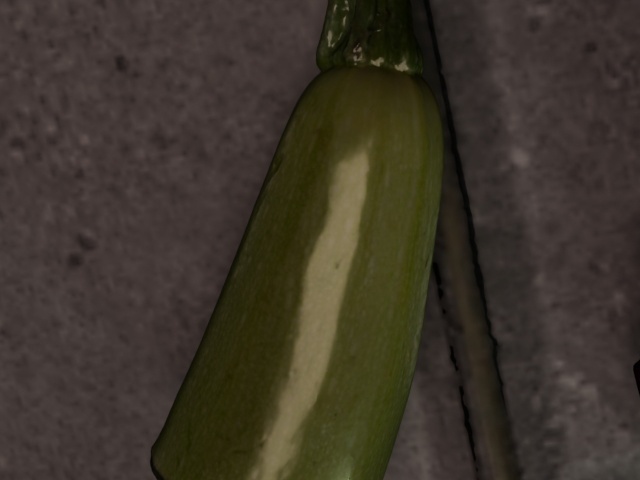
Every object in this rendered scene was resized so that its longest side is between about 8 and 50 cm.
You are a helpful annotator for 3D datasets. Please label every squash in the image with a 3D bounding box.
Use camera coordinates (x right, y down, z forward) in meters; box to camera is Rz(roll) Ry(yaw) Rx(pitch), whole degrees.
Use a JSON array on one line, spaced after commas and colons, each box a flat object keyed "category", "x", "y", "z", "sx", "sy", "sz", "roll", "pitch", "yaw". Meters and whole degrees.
[{"category": "squash", "x": 0.000, "y": 0.000, "z": 0.698, "sx": 0.094, "sy": 0.094, "sz": 0.224, "roll": 14, "pitch": 105, "yaw": 4}]

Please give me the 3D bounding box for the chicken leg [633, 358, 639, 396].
[{"category": "chicken leg", "x": 0.175, "y": 0.017, "z": 0.679, "sx": 0.105, "sy": 0.063, "sz": 0.234, "roll": 7, "pitch": 110, "yaw": 2}]
